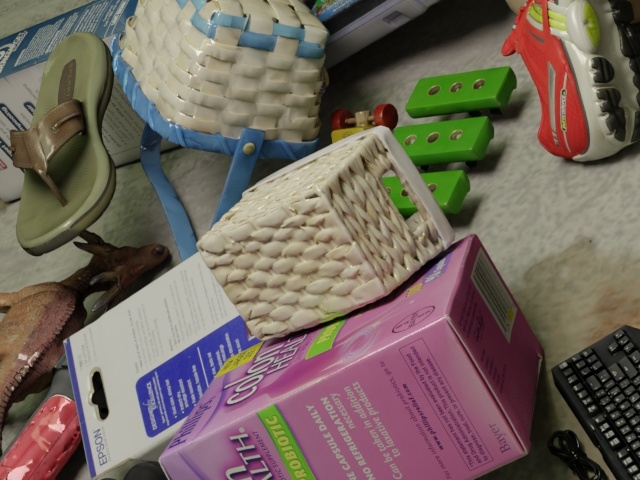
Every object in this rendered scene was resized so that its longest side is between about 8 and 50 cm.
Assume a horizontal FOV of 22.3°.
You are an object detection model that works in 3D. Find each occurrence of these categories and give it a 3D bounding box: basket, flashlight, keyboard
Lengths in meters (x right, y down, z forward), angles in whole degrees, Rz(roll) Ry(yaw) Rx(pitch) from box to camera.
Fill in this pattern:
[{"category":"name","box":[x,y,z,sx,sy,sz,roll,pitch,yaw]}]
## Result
[{"category":"basket","box":[-0.110,-0.140,1.671,0.289,0.201,0.254,-63,34,27]},{"category":"flashlight","box":[-0.268,0.212,1.508,0.103,0.103,0.304,22,62,25]},{"category":"keyboard","box":[0.219,0.135,1.182,0.108,0.023,0.180,-36,31,6]},{"category":"basket","box":[0.000,0.000,1.277,0.167,0.113,0.103,-23,15,44]}]

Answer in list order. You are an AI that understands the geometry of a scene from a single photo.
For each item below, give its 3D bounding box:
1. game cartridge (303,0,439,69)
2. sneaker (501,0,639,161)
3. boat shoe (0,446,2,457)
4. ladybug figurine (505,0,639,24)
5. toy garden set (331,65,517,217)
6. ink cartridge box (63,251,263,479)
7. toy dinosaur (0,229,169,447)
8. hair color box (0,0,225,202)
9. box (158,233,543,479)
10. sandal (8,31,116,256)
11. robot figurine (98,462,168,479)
[{"category":"game cartridge","box":[0.059,-0.294,1.761,0.355,0.068,0.230,-25,27,50]},{"category":"sneaker","box":[0.206,-0.205,1.437,0.118,0.107,0.279,-18,78,46]},{"category":"boat shoe","box":[-0.400,0.264,1.557,0.069,0.081,0.227,40,91,19]},{"category":"ladybug figurine","box":[0.352,-0.360,1.530,0.449,0.162,0.305,-23,35,24]},{"category":"toy garden set","box":[0.068,-0.053,1.547,0.204,0.049,0.244,-4,47,40]},{"category":"ink cartridge box","box":[-0.077,0.081,1.453,0.333,0.065,0.165,-31,52,18]},{"category":"toy dinosaur","box":[-0.278,0.090,1.637,0.200,0.127,0.295,-20,35,30]},{"category":"hair color box","box":[-0.290,-0.174,1.937,0.347,0.174,0.105,-15,39,33]},{"category":"box","box":[0.031,0.122,1.226,0.243,0.117,0.213,-29,9,17]},{"category":"sandal","box":[-0.277,-0.105,1.657,0.120,0.086,0.302,-28,45,23]},{"category":"robot figurine","box":[-0.172,0.306,1.219,0.174,0.209,0.278,16,53,11]}]
